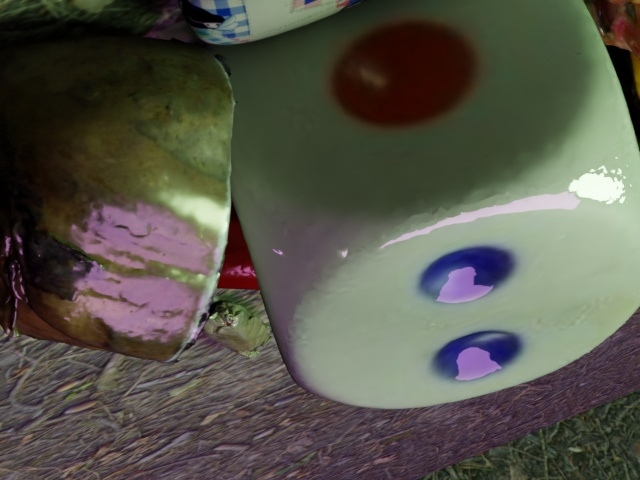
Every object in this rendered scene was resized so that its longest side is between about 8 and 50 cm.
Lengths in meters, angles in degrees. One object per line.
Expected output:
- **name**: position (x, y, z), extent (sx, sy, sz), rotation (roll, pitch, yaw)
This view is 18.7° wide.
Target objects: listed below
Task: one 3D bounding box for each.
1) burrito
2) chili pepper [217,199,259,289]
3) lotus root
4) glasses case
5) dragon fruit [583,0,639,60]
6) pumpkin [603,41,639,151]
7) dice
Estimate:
- **burrito**: position (-0.096, 0.103, 2.261), extent (0.058, 0.045, 0.188), rotation (-36, 161, 4)
- **chili pepper**: position (-0.058, 0.002, 1.784), extent (0.387, 0.110, 0.110), rotation (4, 157, -8)
- **lotus root**: position (-0.187, -0.031, 1.424), extent (0.192, 0.272, 0.272), rotation (1, 148, -40)
- **glasses case**: position (0.047, -0.235, 1.430), extent (0.327, 0.076, 0.125), rotation (-26, 165, -7)
- **dragon fruit**: position (0.332, -0.233, 1.611), extent (0.314, 0.262, 0.296), rotation (-63, 167, -52)
- **pumpkin**: position (0.365, -0.205, 1.861), extent (0.325, 0.242, 0.232), rotation (-26, -167, -19)
- **dice**: position (0.082, -0.049, 1.569), extent (0.304, 0.277, 0.304), rotation (-17, 149, -2)
